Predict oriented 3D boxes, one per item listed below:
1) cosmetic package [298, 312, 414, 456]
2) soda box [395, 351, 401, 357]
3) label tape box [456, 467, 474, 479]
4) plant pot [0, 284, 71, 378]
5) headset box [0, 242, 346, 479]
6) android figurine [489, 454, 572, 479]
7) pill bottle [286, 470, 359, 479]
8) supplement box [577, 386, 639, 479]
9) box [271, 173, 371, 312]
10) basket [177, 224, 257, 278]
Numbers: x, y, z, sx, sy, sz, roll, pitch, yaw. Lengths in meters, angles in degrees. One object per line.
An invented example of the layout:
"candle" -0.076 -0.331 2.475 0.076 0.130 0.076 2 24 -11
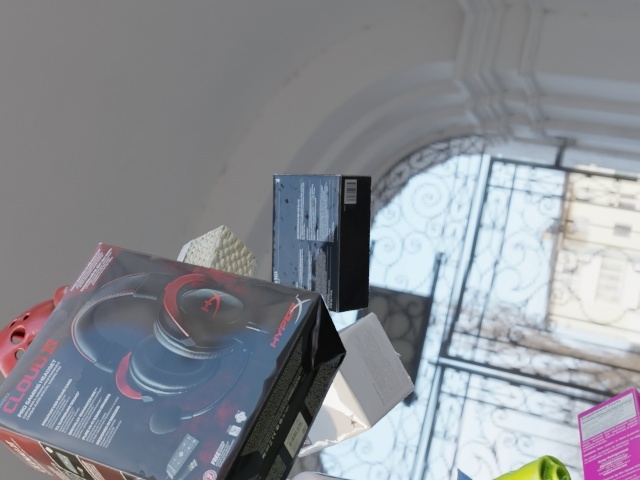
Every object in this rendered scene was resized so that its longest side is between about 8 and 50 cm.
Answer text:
"cosmetic package" 0.028 0.234 1.497 0.151 0.151 0.184 62 -150 3
"soda box" 0.096 0.274 2.014 0.092 0.083 0.263 -57 1 -13
"label tape box" 0.341 0.652 1.879 0.106 0.241 0.333 -51 2 16
"plant pot" -0.464 0.188 1.662 0.174 0.191 0.191 -40 -24 5
"headset box" -0.156 0.134 0.868 0.218 0.293 0.110 -61 -32 -30
"android figurine" 0.189 0.308 0.733 0.056 0.273 0.248 1 -122 -39
"pill bottle" 0.025 0.658 2.141 0.210 0.363 0.210 -165 90 -73
"supplement box" 0.477 0.349 1.400 0.111 0.114 0.220 48 -152 -15
"box" 0.000 0.000 1.794 0.103 0.184 0.261 -3 -84 -49
"basket" -0.192 0.066 1.640 0.113 0.103 0.167 47 -153 -23
